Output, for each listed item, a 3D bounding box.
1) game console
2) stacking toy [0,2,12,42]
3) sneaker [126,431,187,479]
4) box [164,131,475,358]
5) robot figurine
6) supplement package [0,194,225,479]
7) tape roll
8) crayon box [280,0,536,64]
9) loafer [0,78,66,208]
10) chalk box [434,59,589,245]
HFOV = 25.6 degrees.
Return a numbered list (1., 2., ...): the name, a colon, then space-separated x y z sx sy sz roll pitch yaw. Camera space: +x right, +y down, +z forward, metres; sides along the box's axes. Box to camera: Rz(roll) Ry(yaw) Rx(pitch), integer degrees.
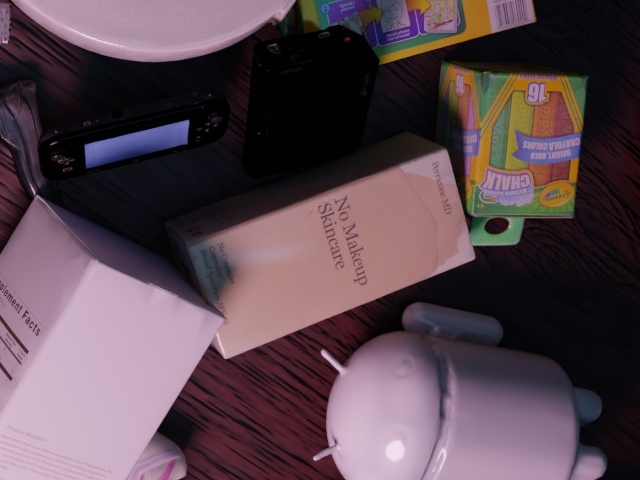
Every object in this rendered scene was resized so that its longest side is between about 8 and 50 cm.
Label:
1. game console: -0.117 -0.119 1.484 0.361 0.213 0.044 -14 64 -13
2. stacking toy: -0.406 -0.149 1.429 0.167 0.052 0.221 8 107 2
3. sneaker: -0.229 0.321 1.587 0.111 0.103 0.252 27 93 -20
4. box: 0.000 0.000 1.580 0.311 0.121 0.148 -22 108 -13
5. robot figurine: 0.157 0.217 1.639 0.353 0.200 0.300 12 58 -21
6. supplement package: -0.271 0.136 1.463 0.177 0.175 0.293 29 96 -39
7. tape roll: -0.168 -0.372 1.413 0.392 0.072 0.392 1 87 -11
8. crayon box: 0.089 -0.291 1.565 0.278 0.081 0.165 -17 107 -14
9. loafer: -0.297 -0.090 1.493 0.061 0.062 0.170 -28 111 -16
10. chalk box: 0.213 -0.095 1.624 0.132 0.132 0.213 -1 103 -18
